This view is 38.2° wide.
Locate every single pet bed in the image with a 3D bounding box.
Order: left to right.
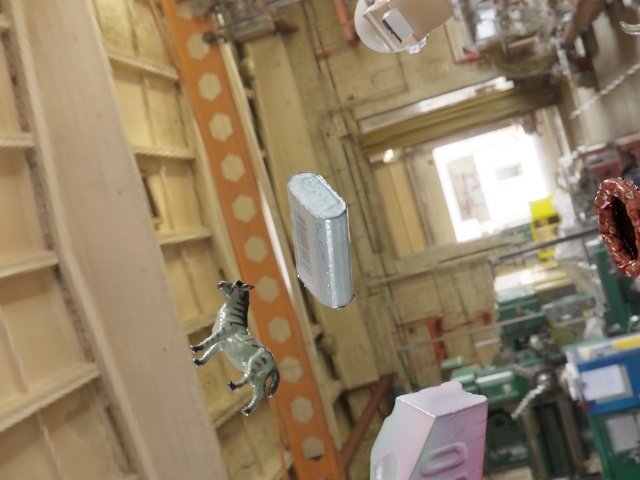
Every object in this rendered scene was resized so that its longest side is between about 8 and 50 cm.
[{"bbox_3d":[0.587,-0.028,1.767,0.201,0.054,0.201,164,90,-84],"label":"pet bed"}]

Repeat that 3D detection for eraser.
[{"bbox_3d":[0.000,0.000,1.819,0.174,0.081,0.227,47,150,45],"label":"eraser"}]

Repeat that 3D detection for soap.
[{"bbox_3d":[0.187,0.427,1.633,0.109,0.193,0.323,27,120,53],"label":"soap"}]

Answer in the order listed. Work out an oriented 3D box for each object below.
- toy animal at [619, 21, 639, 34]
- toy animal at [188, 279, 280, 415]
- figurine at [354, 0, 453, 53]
[{"bbox_3d":[0.701,-0.467,1.760,0.233,0.169,0.121,114,161,-58],"label":"toy animal"},{"bbox_3d":[-0.144,0.186,1.677,0.217,0.176,0.073,46,151,6],"label":"toy animal"},{"bbox_3d":[0.141,-0.417,1.703,0.162,0.141,0.237,45,173,-13],"label":"figurine"}]
